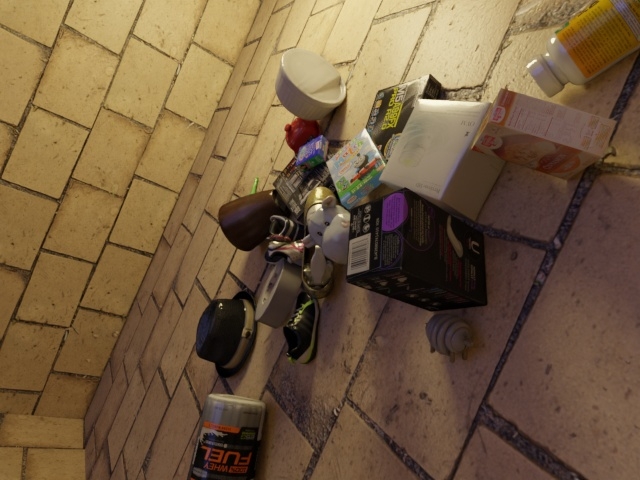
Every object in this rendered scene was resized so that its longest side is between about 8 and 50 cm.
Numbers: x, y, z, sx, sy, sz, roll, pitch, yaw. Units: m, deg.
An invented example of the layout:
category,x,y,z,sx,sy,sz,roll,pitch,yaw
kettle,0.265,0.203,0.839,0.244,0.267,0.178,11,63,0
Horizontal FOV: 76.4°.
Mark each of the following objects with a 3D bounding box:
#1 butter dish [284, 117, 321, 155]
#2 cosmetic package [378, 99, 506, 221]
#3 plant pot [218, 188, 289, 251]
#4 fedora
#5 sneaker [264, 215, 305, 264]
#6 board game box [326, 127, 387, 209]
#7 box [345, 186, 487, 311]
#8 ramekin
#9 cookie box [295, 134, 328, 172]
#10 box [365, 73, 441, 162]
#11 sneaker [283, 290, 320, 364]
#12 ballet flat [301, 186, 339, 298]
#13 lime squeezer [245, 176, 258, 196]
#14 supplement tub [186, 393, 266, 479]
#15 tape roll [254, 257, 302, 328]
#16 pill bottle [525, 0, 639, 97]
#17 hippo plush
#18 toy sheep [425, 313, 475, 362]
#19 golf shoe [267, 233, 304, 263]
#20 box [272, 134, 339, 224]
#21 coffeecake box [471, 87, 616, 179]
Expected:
category,x,y,z,sx,sy,sz,roll,pitch,yaw
butter dish,-0.091,-0.428,1.625,0.160,0.118,0.160,-47,38,28
cosmetic package,0.290,-0.193,0.947,0.224,0.138,0.224,33,100,56
plant pot,-0.241,-0.100,1.597,0.230,0.215,0.215,-27,49,25
fedora,-0.376,0.342,1.547,0.334,0.152,0.334,-32,47,42
sneaker,-0.152,-0.001,1.430,0.282,0.153,0.099,-26,52,44
board game box,0.105,-0.209,1.167,0.160,0.039,0.211,-39,39,21
box,0.198,0.032,0.821,0.143,0.270,0.165,-20,56,48
ramekin,-0.047,-0.575,1.535,0.127,0.273,0.273,-45,38,49
cookie box,-0.028,-0.293,1.380,0.107,0.040,0.092,-20,48,39
box,0.219,-0.329,1.192,0.216,0.060,0.270,9,79,56
sneaker,-0.062,0.250,1.212,0.084,0.097,0.234,-33,46,39
ballet flat,0.000,0.000,1.209,0.123,0.123,0.348,-6,78,53
lime squeezer,-0.345,-0.153,1.876,0.110,0.059,0.310,16,85,56
supplement tub,-0.280,0.633,1.209,0.193,0.193,0.316,-15,60,50
tape roll,-0.136,0.170,1.324,0.219,0.072,0.219,-58,14,24
pill bottle,0.508,-0.371,0.762,0.208,0.117,0.117,-35,45,40
hippo plush,0.100,-0.037,1.028,0.234,0.236,0.294,-57,35,15
toy sheep,0.259,0.191,0.815,0.132,0.091,0.091,11,80,61
golf shoe,-0.076,0.038,1.294,0.067,0.186,0.086,119,159,-68
box,-0.031,-0.214,1.424,0.242,0.076,0.307,-50,37,10
coffeecake box,0.384,-0.185,0.727,0.185,0.142,0.068,22,88,12
